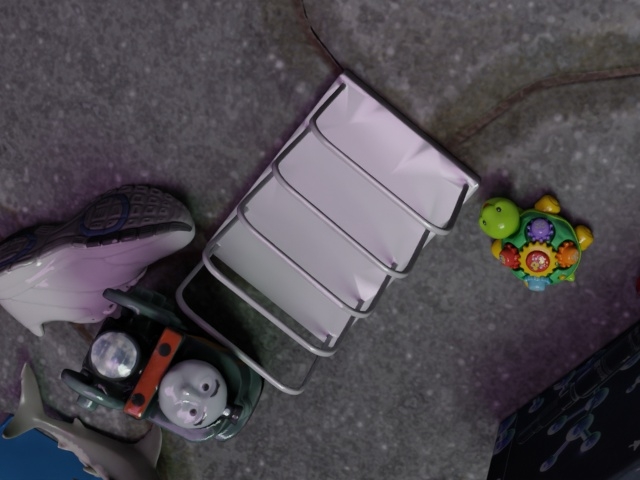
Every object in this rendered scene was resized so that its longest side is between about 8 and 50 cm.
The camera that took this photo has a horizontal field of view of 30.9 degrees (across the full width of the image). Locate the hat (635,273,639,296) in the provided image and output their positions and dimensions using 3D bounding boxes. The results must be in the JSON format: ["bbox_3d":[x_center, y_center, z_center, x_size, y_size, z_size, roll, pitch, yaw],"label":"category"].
[{"bbox_3d":[0.395,-0.078,1.179,0.208,0.183,0.173,-38,95,-16],"label":"hat"}]

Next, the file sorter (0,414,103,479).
[{"bbox_3d":[-0.383,0.339,1.536,0.170,0.118,0.104,31,122,1],"label":"file sorter"}]

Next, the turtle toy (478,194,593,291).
[{"bbox_3d":[0.223,0.001,1.239,0.130,0.066,0.095,41,117,-4],"label":"turtle toy"}]

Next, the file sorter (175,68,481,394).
[{"bbox_3d":[0.000,0.000,1.244,0.193,0.173,0.278,39,118,-3],"label":"file sorter"}]

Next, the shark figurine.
[{"bbox_3d":[-0.267,0.266,1.499,0.278,0.166,0.116,35,93,18],"label":"shark figurine"}]

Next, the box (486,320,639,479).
[{"bbox_3d":[0.370,0.227,1.169,0.212,0.293,0.395,44,117,-5],"label":"box"}]

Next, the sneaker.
[{"bbox_3d":[-0.267,0.027,1.387,0.297,0.111,0.129,-17,123,26],"label":"sneaker"}]

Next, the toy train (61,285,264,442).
[{"bbox_3d":[-0.161,0.147,1.287,0.190,0.334,0.142,26,83,3],"label":"toy train"}]
